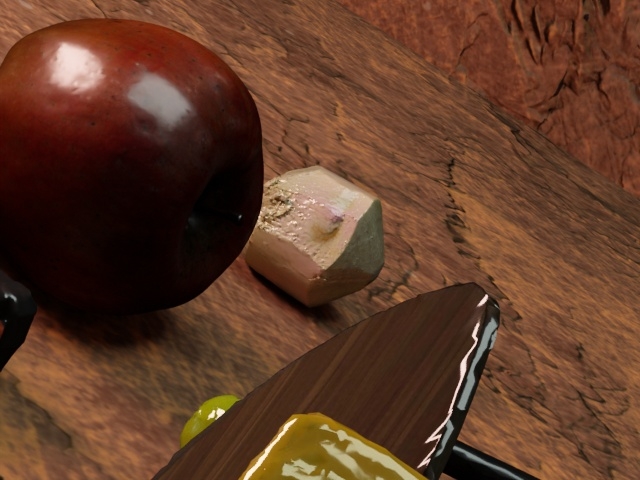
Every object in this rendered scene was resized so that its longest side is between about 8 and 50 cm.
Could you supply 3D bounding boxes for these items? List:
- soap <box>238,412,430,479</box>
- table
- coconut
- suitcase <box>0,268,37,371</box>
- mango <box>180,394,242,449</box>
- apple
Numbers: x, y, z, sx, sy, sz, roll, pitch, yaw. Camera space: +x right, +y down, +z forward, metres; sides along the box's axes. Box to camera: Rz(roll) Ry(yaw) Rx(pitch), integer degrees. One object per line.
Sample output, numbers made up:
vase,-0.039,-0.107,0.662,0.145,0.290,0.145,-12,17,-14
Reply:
soap,-0.027,0.232,0.648,0.204,0.096,0.324,32,59,14
table,0.043,0.221,0.949,0.249,0.317,0.317,39,13,-18
coconut,0.000,0.000,1.669,0.122,0.116,0.116,30,16,14
suitcase,-0.328,0.011,1.141,0.206,0.066,0.285,39,18,25
mango,-0.023,0.168,1.217,0.165,0.074,0.091,42,9,-6
apple,-0.153,-0.057,1.389,0.234,0.234,0.234,28,17,-9
